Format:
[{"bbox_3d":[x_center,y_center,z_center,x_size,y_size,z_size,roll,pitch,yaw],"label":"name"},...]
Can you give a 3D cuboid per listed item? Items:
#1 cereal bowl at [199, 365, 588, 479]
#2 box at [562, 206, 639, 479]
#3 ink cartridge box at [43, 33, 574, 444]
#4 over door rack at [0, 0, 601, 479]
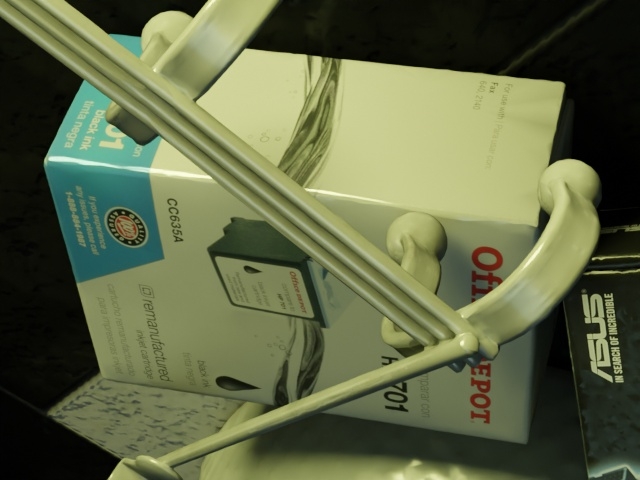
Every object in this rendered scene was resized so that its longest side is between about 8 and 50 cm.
[{"bbox_3d":[0.085,0.214,0.799,0.339,0.141,0.339,9,139,8],"label":"cereal bowl"},{"bbox_3d":[0.182,0.077,0.594,0.147,0.077,0.180,-3,105,23],"label":"box"},{"bbox_3d":[0.000,0.000,0.628,0.190,0.082,0.139,8,138,14],"label":"ink cartridge box"},{"bbox_3d":[-0.089,-0.019,0.523,0.239,0.108,0.324,38,142,-11],"label":"over door rack"}]
